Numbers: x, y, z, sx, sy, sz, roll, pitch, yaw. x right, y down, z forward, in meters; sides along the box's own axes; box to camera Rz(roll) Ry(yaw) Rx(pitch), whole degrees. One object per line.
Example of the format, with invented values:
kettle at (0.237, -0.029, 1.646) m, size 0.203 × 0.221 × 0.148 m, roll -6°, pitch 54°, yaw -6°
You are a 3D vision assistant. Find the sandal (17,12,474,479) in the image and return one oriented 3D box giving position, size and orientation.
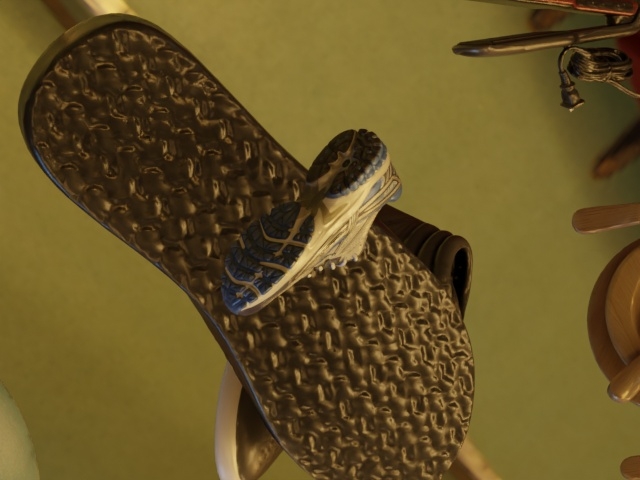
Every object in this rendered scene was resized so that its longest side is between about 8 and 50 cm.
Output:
sandal at (-0.038, 0.010, 1.154) m, size 0.167 × 0.107 × 0.446 m, roll -40°, pitch 113°, yaw -1°

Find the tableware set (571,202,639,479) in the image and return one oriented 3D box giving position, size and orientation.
tableware set at (0.212, 0.023, 0.679) m, size 0.194 × 0.128 × 0.039 m, roll -10°, pitch 159°, yaw 4°

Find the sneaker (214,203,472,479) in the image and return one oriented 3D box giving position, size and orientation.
sneaker at (0.029, 0.084, 1.287) m, size 0.296 × 0.147 × 0.104 m, roll -60°, pitch 150°, yaw -31°

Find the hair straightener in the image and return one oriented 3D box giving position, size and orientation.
hair straightener at (0.183, -0.140, 1.176) m, size 0.230 × 0.047 × 0.089 m, roll -3°, pitch 96°, yaw -44°

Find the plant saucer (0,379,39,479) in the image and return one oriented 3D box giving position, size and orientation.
plant saucer at (-0.219, 0.121, 0.717) m, size 0.195 × 0.195 × 0.037 m, roll -29°, pitch -177°, yaw -24°

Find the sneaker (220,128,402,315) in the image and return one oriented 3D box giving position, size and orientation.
sneaker at (0.000, 0.000, 0.949) m, size 0.135 × 0.052 × 0.058 m, roll -45°, pitch 133°, yaw -1°
